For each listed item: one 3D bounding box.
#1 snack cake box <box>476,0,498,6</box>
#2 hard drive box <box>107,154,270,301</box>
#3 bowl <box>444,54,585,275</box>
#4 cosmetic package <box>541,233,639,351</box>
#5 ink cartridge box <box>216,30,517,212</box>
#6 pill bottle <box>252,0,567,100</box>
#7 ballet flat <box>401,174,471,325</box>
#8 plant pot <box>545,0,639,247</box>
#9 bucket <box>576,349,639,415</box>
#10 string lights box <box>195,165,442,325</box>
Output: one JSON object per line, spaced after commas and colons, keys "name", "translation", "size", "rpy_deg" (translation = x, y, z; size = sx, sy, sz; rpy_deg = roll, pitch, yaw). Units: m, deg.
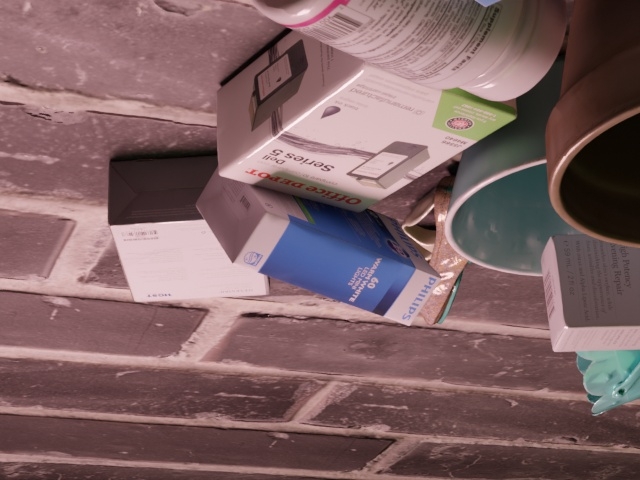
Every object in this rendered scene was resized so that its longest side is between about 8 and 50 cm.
{"name": "snack cake box", "translation": [0.207, -0.320, 1.317], "size": [0.264, 0.152, 0.089], "rpy_deg": [-23, 149, 36]}
{"name": "hard drive box", "translation": [-0.158, -0.011, 1.995], "size": [0.181, 0.089, 0.232], "rpy_deg": [-3, 154, -1]}
{"name": "bowl", "translation": [0.286, -0.094, 1.792], "size": [0.311, 0.163, 0.311], "rpy_deg": [-3, 154, -1]}
{"name": "cosmetic package", "translation": [0.369, 0.056, 1.797], "size": [0.231, 0.117, 0.085], "rpy_deg": [-3, 157, -4]}
{"name": "ink cartridge box", "translation": [0.043, -0.145, 1.705], "size": [0.198, 0.115, 0.273], "rpy_deg": [15, 150, -33]}
{"name": "pill bottle", "translation": [0.084, -0.233, 1.476], "size": [0.283, 0.160, 0.160], "rpy_deg": [19, 147, -39]}
{"name": "ballet flat", "translation": [0.151, 0.006, 2.087], "size": [0.106, 0.108, 0.316], "rpy_deg": [19, 147, -1]}
{"name": "plant pot", "translation": [0.356, -0.184, 1.473], "size": [0.323, 0.280, 0.323], "rpy_deg": [-2, 155, -1]}
{"name": "bucket", "translation": [0.390, 0.065, 2.026], "size": [0.183, 0.281, 0.281], "rpy_deg": [-17, 153, 7]}
{"name": "string lights box", "translation": [0.000, 0.000, 1.841], "size": [0.259, 0.133, 0.077], "rpy_deg": [21, 111, -34]}
